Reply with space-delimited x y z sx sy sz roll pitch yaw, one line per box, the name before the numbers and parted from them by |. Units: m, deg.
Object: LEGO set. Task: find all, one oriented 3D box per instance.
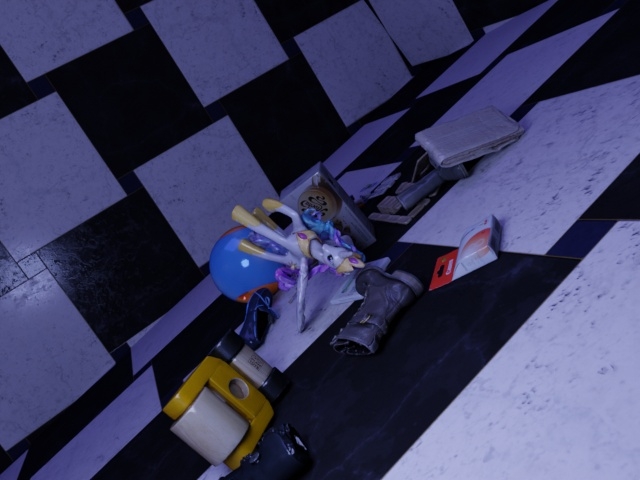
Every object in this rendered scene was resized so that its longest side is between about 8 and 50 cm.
LEGO set | 0.191 -0.170 2.383 0.244 0.060 0.182 -20 18 38

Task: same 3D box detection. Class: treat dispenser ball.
treat dispenser ball | -0.261 0.086 2.242 0.288 0.288 0.288 -38 14 11

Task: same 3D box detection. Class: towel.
towel | 0.442 -0.312 1.826 0.282 0.049 0.187 -20 38 -7

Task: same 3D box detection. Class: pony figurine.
pony figurine | -0.052 0.046 1.679 0.303 0.363 0.351 -57 -13 -25

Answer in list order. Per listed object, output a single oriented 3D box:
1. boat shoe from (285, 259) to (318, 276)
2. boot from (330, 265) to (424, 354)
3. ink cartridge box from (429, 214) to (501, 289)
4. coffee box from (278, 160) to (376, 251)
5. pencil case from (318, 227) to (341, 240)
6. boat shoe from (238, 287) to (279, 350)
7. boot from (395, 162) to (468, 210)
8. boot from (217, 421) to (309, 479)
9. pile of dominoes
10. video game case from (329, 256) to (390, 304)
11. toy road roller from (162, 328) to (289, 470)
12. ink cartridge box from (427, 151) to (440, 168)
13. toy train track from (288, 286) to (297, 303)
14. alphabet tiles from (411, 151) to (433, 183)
boat shoe | 0.000 0.000 2.171 0.324 0.123 0.116 -49 18 -26
boot | 0.102 0.168 1.433 0.229 0.091 0.263 -46 17 -22
ink cartridge box | 0.320 0.026 1.392 0.179 0.045 0.145 -29 17 32
coffee box | 0.026 -0.080 1.968 0.168 0.297 0.119 -36 18 16
pencil case | 0.049 0.029 1.873 0.070 0.152 0.064 -16 34 27
boat shoe | -0.183 0.252 1.959 0.089 0.109 0.258 -24 36 29
boot | 0.333 -0.169 1.861 0.208 0.076 0.189 -29 5 0
boot | -0.118 0.452 1.119 0.207 0.094 0.246 -43 7 5
pile of dominoes | 0.281 -0.114 1.994 0.196 0.040 0.251 -42 22 -16
video game case | 0.111 0.114 1.722 0.143 0.019 0.157 -20 24 54
toy road roller | -0.244 0.396 1.444 0.240 0.202 0.329 -47 4 30
ink cartridge box | 0.409 -0.282 1.987 0.104 0.060 0.180 -39 -16 6
toy train track | -0.077 0.178 2.038 0.083 0.014 0.048 -52 24 -20
alphabet tiles | 0.394 -0.298 2.072 0.237 0.009 0.198 -44 -16 -13
